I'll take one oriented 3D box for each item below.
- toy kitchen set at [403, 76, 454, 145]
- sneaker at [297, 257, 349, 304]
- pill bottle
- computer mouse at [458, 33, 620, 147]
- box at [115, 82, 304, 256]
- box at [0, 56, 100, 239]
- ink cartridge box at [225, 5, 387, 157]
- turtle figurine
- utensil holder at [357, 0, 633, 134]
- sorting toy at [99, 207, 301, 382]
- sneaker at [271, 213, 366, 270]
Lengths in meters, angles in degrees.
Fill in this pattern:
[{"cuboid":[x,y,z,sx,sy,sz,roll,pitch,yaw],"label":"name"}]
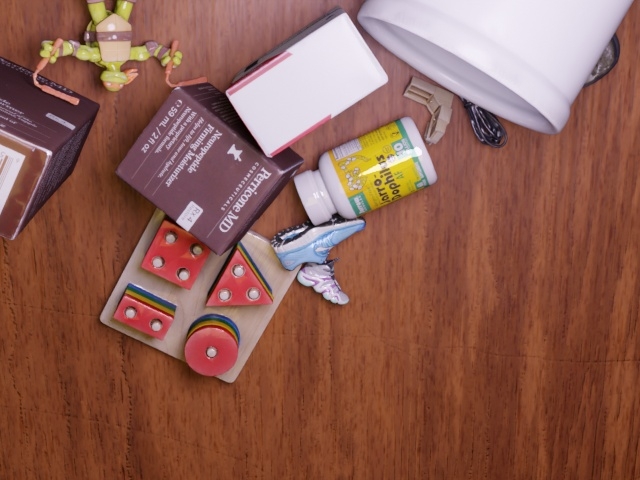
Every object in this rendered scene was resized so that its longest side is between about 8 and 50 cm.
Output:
[{"cuboid":[0.160,-0.197,1.602,0.075,0.083,0.068,22,147,-9],"label":"toy kitchen set"},{"cuboid":[0.018,0.060,1.689,0.098,0.038,0.069,30,105,-11],"label":"sneaker"},{"cuboid":[0.069,-0.104,1.598,0.208,0.117,0.117,-23,107,5],"label":"pill bottle"},{"cuboid":[0.322,-0.287,1.589,0.262,0.060,0.184,-35,99,12],"label":"computer mouse"},{"cuboid":[-0.164,-0.114,1.537,0.203,0.167,0.168,39,104,1],"label":"box"},{"cuboid":[-0.449,-0.145,1.425,0.191,0.381,0.143,25,102,-11],"label":"box"},{"cuboid":[-0.020,-0.240,1.472,0.197,0.273,0.114,-32,102,7],"label":"ink cartridge box"},{"cuboid":[-0.304,-0.319,1.532,0.270,0.087,0.217,-4,105,-25],"label":"turtle figurine"},{"cuboid":[0.288,-0.389,1.389,0.328,0.327,0.385,31,94,-11],"label":"utensil holder"},{"cuboid":[-0.199,0.090,1.663,0.256,0.089,0.257,27,104,-11],"label":"sorting toy"},{"cuboid":[0.000,0.000,1.654,0.162,0.063,0.073,-22,120,-11],"label":"sneaker"}]
